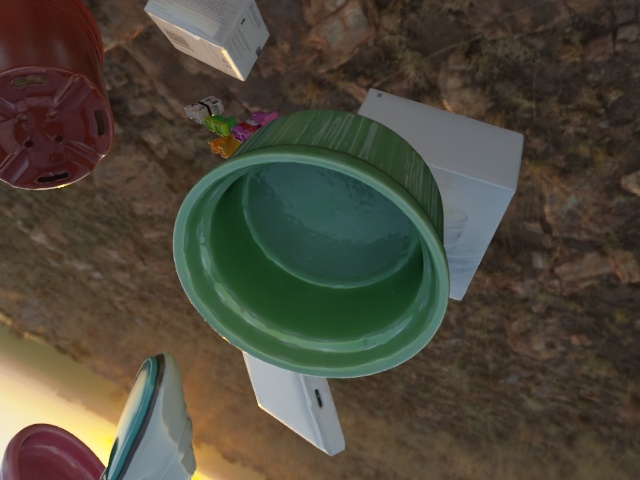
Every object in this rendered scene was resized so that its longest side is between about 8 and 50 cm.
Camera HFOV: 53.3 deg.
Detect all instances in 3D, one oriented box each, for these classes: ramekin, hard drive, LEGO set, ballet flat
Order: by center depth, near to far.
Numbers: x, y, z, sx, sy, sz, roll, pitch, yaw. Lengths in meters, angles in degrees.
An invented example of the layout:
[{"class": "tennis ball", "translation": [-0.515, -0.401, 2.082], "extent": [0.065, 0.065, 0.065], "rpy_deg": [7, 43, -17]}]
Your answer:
[{"class": "ramekin", "translation": [0.000, 0.000, 0.733], "extent": [0.303, 0.148, 0.303], "rpy_deg": [8, 127, 11]}, {"class": "ballet flat", "translation": [-0.248, 0.335, 0.874], "extent": [0.139, 0.400, 0.139], "rpy_deg": [26, -170, -5]}, {"class": "LEGO set", "translation": [-0.125, -0.183, 1.051], "extent": [0.227, 0.093, 0.087], "rpy_deg": [31, 148, 48]}, {"class": "hard drive", "translation": [-0.066, 0.252, 1.173], "extent": [0.307, 0.040, 0.203], "rpy_deg": [2, 110, 63]}]

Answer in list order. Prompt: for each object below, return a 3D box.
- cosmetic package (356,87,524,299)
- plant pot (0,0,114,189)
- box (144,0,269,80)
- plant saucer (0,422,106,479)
[{"class": "cosmetic package", "translation": [0.138, -0.062, 0.910], "extent": [0.224, 0.138, 0.225], "rpy_deg": [18, 134, 6]}, {"class": "plant pot", "translation": [-0.446, -0.231, 0.975], "extent": [0.265, 0.272, 0.272], "rpy_deg": [56, 180, 41]}, {"class": "box", "translation": [-0.219, -0.433, 1.269], "extent": [0.182, 0.119, 0.181], "rpy_deg": [27, 178, 9]}, {"class": "plant saucer", "translation": [-0.524, 0.529, 1.283], "extent": [0.332, 0.084, 0.332], "rpy_deg": [53, -179, -1]}]
